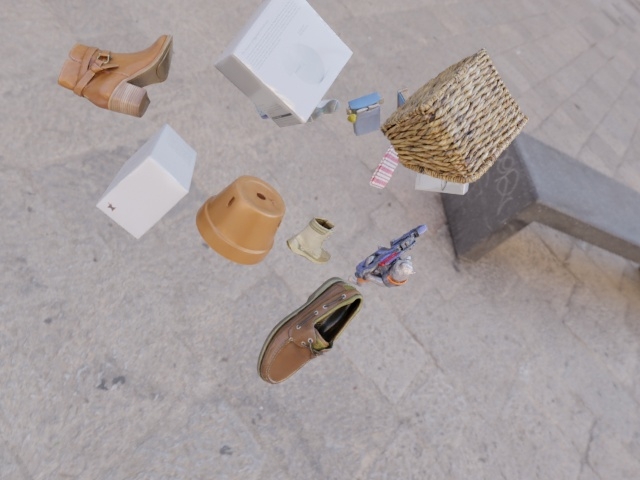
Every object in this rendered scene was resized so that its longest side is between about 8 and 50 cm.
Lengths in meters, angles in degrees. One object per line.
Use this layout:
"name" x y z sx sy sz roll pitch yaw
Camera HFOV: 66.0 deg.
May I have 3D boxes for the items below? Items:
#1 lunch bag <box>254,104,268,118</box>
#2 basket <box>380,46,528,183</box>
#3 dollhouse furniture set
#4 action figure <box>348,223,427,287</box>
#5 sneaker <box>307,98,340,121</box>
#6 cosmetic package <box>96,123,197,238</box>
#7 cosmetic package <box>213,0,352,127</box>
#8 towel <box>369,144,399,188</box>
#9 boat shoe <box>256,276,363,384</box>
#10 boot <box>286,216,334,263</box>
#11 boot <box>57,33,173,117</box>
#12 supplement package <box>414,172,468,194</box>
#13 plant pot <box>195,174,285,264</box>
"lunch bag" -0.136 -0.543 1.872 0.219 0.176 0.090 -34 109 -18
"basket" 0.320 -0.282 1.221 0.299 0.213 0.223 -46 107 -27
"dollhouse furniture set" 0.281 -0.497 2.224 0.303 0.286 0.198 -17 60 -2
"action figure" 0.278 0.088 1.873 0.341 0.330 0.178 -32 99 -12
"sneaker" -0.016 -0.410 1.551 0.152 0.053 0.061 -19 27 -22
"cosmetic package" -0.556 -0.214 1.638 0.161 0.230 0.453 46 11 -24
"cosmetic package" -0.087 -0.430 1.166 0.225 0.138 0.224 40 76 -29
"towel" 0.268 -0.293 1.940 0.029 0.197 0.144 35 15 23
"boat shoe" -0.025 0.218 1.149 0.307 0.104 0.111 -51 125 -6
"boot" 0.000 0.000 1.839 0.213 0.165 0.077 26 31 -41
"boot" -0.364 -0.325 0.893 0.152 0.073 0.197 20 62 -4
"supplement package" 0.446 -0.233 1.794 0.179 0.105 0.105 9 16 24
"plant pot" -0.258 -0.090 1.719 0.291 0.203 0.291 29 31 -20
